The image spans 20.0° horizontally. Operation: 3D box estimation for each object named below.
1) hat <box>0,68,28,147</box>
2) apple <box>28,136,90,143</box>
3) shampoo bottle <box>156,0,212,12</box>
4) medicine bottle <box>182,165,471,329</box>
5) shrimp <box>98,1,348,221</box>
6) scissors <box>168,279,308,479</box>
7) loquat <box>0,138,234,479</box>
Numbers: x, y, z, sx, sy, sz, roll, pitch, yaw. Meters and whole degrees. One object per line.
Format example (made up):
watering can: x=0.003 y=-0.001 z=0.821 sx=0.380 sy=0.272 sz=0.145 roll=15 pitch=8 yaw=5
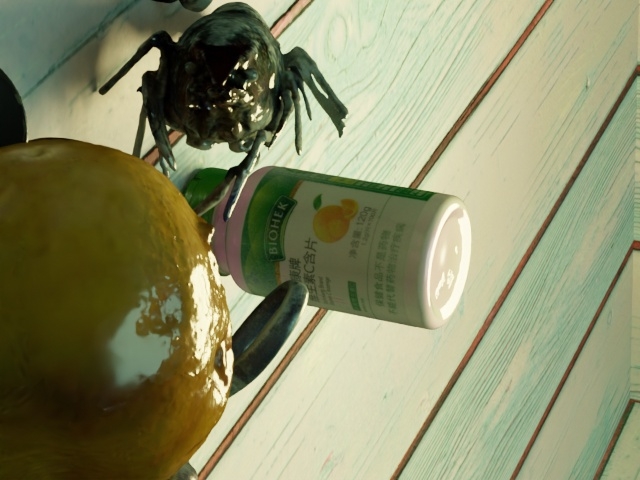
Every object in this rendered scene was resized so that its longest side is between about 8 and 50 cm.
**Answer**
hat: x=-0.275 y=-0.091 z=1.348 sx=0.050 sy=0.121 sz=0.121 roll=-135 pitch=-133 yaw=-69
apple: x=-0.206 y=-0.006 z=1.472 sx=0.153 sy=0.120 sz=0.153 roll=10 pitch=90 yaw=-69
shampoo bottle: x=-0.155 y=-0.281 z=1.545 sx=0.309 sy=0.071 sz=0.098 roll=51 pitch=52 yaw=-62
medicine bottle: x=0.000 y=0.000 z=1.772 sx=0.133 sy=0.274 sz=0.133 roll=10 pitch=90 yaw=-66
shrimp: x=-0.085 y=-0.135 z=1.614 sx=0.410 sy=0.221 sz=0.166 roll=-86 pitch=176 yaw=-65
scissors: x=-0.139 y=0.166 z=1.504 sx=0.256 sy=0.029 sz=0.383 roll=-60 pitch=-166 yaw=-23
loquat: x=-0.204 y=0.061 z=1.286 sx=0.276 sy=0.283 sz=0.276 roll=-14 pitch=90 yaw=-86
